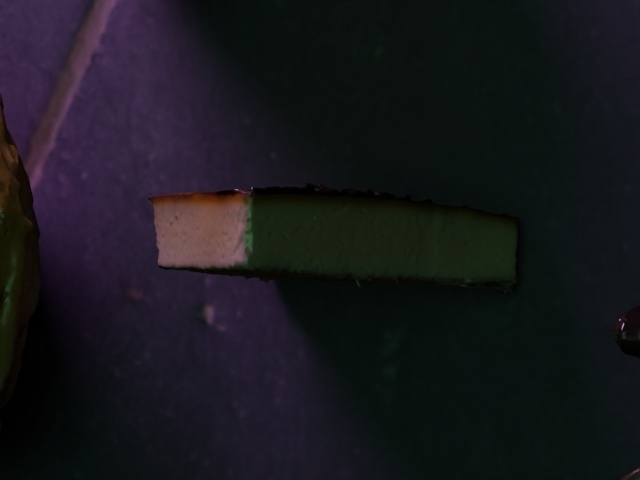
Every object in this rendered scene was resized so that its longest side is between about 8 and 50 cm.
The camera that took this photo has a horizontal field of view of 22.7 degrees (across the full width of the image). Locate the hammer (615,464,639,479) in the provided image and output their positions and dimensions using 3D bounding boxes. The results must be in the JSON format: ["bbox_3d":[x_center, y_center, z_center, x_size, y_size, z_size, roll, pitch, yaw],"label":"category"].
[{"bbox_3d":[0.158,0.162,0.929,0.182,0.017,0.062,-36,71,14],"label":"hammer"}]

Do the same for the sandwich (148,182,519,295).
[{"bbox_3d":[0.000,0.000,0.980,0.162,0.193,0.058,0,86,60],"label":"sandwich"}]

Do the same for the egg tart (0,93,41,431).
[{"bbox_3d":[-0.310,0.015,1.084,0.341,0.132,0.341,-4,81,24],"label":"egg tart"}]

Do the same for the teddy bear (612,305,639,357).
[{"bbox_3d":[0.227,0.038,0.880,0.119,0.078,0.160,1,45,25],"label":"teddy bear"}]
